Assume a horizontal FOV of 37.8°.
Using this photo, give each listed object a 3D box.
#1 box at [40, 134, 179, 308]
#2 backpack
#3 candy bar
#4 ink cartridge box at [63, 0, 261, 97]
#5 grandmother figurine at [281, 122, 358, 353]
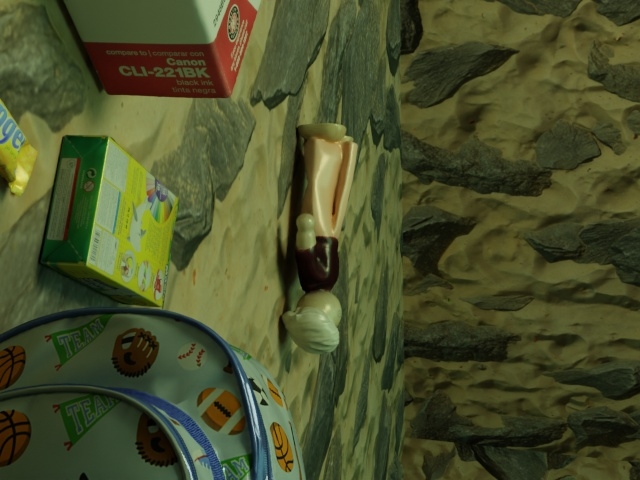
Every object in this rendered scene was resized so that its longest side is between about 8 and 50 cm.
[{"bbox_3d":[-0.164,-0.008,0.772,0.179,0.043,0.105,51,44,-69],"label":"box"},{"bbox_3d":[-0.128,0.172,0.546,0.213,0.277,0.263,71,12,-64],"label":"backpack"},{"bbox_3d":[-0.213,-0.087,0.572,0.161,0.018,0.040,76,21,-57],"label":"candy bar"},{"bbox_3d":[-0.125,-0.269,0.693,0.273,0.114,0.197,75,23,-54],"label":"ink cartridge box"},{"bbox_3d":[0.000,0.000,1.416,0.208,0.104,0.342,20,71,-69],"label":"grandmother figurine"}]
